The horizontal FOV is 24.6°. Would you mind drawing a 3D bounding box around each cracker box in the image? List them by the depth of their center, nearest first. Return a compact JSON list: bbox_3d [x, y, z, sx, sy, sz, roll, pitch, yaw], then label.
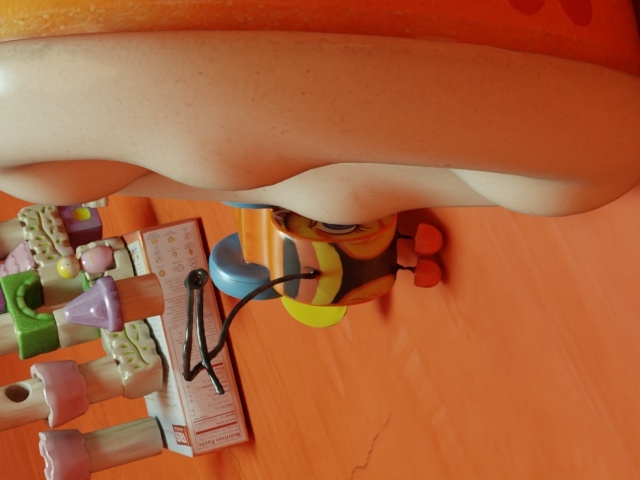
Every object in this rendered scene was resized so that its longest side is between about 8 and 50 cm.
[{"bbox_3d":[-0.148,0.099,1.508,0.156,0.067,0.232,172,86,-70],"label":"cracker box"}]

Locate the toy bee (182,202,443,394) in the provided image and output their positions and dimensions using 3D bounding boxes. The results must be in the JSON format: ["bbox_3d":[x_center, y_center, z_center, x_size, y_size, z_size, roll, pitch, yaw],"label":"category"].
[{"bbox_3d":[0.000,0.000,1.007,0.195,0.162,0.298,91,180,-52],"label":"toy bee"}]

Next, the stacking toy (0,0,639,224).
[{"bbox_3d":[-0.006,-0.252,0.696,0.350,0.351,0.479,177,95,-68],"label":"stacking toy"}]

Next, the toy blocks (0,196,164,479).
[{"bbox_3d":[-0.319,0.069,1.465,0.309,0.260,0.288,98,152,-47],"label":"toy blocks"}]
